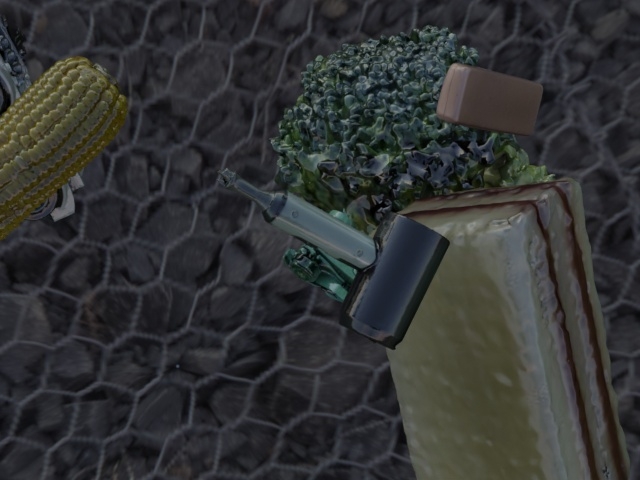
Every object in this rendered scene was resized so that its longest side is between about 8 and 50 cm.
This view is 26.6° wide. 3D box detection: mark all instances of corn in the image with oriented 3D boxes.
[{"bbox_3d":[-0.253,-0.055,1.106,0.080,0.080,0.231,44,83,-1],"label":"corn"}]

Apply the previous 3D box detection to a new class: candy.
[{"bbox_3d":[0.166,0.110,1.266,0.135,0.179,0.321,-27,110,-46],"label":"candy"}]

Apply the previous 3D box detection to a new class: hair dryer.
[{"bbox_3d":[0.000,0.000,1.036,0.197,0.057,0.100,30,84,-22],"label":"hair dryer"}]

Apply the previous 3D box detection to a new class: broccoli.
[{"bbox_3d":[0.090,-0.096,1.656,0.293,0.348,0.281,-30,126,-8],"label":"broccoli"}]

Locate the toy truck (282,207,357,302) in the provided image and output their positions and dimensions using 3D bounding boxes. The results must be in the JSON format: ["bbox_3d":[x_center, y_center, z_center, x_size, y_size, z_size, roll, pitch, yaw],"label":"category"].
[{"bbox_3d":[0.038,0.043,1.380,0.154,0.078,0.080,39,70,-3],"label":"toy truck"}]

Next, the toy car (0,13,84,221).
[{"bbox_3d":[-0.388,-0.166,1.665,0.118,0.193,0.301,-22,126,-5],"label":"toy car"}]

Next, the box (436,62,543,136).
[{"bbox_3d":[0.135,-0.111,1.073,0.025,0.115,0.048,18,100,39],"label":"box"}]
